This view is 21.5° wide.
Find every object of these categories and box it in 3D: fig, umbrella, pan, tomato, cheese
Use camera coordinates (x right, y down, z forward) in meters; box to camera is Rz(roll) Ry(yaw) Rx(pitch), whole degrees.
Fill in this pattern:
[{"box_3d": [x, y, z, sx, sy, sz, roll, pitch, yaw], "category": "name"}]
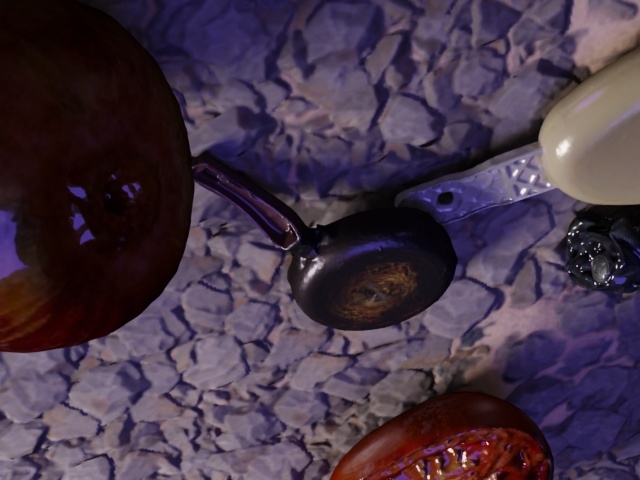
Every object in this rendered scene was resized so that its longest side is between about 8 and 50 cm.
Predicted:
[{"box_3d": [-0.171, -0.038, 0.902, 0.205, 0.205, 0.205, -10, 135, -10], "category": "fig"}, {"box_3d": [0.282, 0.003, 1.183, 0.224, 0.080, 0.071, 2, 97, -26], "category": "umbrella"}, {"box_3d": [0.000, 0.002, 1.089, 0.212, 0.040, 0.115, 28, 128, -35], "category": "pan"}, {"box_3d": [0.093, 0.172, 1.262, 0.174, 0.082, 0.166, -35, 130, 21], "category": "tomato"}, {"box_3d": [0.169, -0.057, 1.090, 0.251, 0.054, 0.127, -20, 134, 10], "category": "cheese"}]
